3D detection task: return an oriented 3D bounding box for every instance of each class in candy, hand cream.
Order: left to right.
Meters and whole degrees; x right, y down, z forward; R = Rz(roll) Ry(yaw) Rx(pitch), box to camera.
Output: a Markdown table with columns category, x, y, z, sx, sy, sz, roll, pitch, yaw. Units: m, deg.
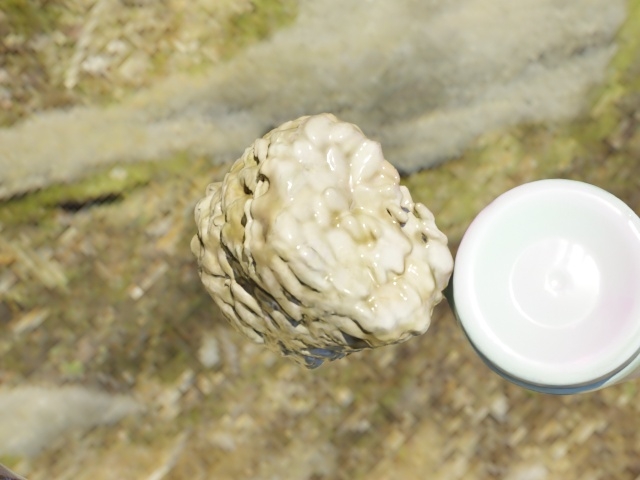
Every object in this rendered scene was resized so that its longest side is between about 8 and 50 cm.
| category | x | y | z | sx | sy | sz | roll | pitch | yaw |
| --- | --- | --- | --- | --- | --- | --- | --- | --- | --- |
| candy | 0.000 | 0.000 | 0.738 | 0.095 | 0.110 | 0.085 | 46 | 73 | -16 |
| hand cream | 0.064 | 0.018 | 0.502 | 0.174 | 0.076 | 0.047 | 38 | 68 | -81 |

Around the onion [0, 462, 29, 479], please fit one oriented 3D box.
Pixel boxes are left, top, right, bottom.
| category | x | y | z | sx | sy | sz | roll | pitch | yaw |
| --- | --- | --- | --- | --- | --- | --- | --- | --- | --- |
| onion | -0.137 | 0.204 | 0.588 | 0.273 | 0.273 | 0.285 | -8 | 94 | -42 |
